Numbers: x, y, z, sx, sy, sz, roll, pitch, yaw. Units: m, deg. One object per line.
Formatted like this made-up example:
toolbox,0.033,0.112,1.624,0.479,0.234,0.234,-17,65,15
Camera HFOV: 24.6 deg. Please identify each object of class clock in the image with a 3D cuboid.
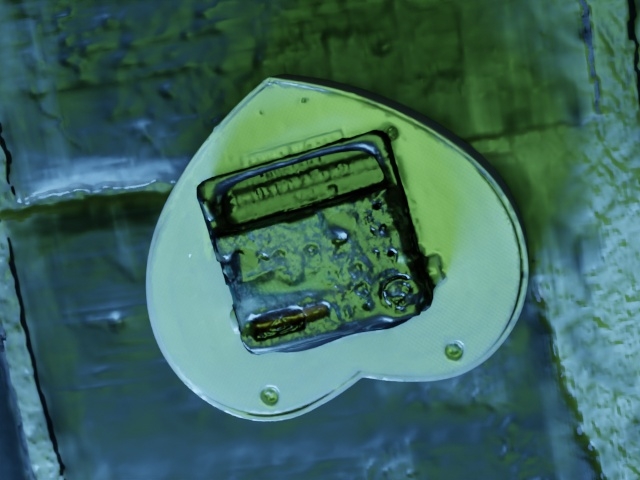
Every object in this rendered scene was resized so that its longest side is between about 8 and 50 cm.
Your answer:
clock,0.000,0.000,0.738,0.198,0.064,0.172,-15,99,11
